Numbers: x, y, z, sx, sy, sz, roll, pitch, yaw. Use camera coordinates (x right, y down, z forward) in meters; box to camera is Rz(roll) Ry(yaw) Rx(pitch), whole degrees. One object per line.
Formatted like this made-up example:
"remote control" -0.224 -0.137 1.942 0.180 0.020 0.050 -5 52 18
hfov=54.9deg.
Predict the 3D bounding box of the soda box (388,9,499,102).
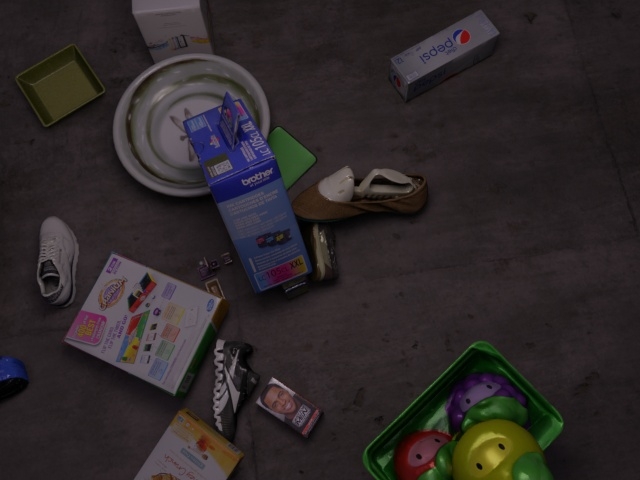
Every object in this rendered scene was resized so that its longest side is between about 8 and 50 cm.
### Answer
"soda box" 0.323 -0.485 1.625 0.286 0.098 0.091 -30 73 -7

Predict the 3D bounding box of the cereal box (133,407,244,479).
"cereal box" -0.299 0.514 1.336 0.173 0.047 0.240 33 92 12

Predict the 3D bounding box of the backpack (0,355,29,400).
"backpack" -0.746 0.313 1.420 0.120 0.098 0.101 -22 70 -4

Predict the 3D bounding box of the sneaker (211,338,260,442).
"sneaker" -0.190 0.337 1.401 0.106 0.078 0.235 -4 71 3

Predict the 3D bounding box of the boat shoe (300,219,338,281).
"boat shoe" 0.001 0.000 1.504 0.073 0.080 0.224 8 57 -25

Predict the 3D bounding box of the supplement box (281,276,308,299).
"supplement box" -0.072 0.087 1.470 0.056 0.083 0.083 -25 74 -6

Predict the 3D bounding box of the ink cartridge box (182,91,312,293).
"ink cartridge box" -0.165 -0.117 1.335 0.151 0.396 0.270 -25 44 -6

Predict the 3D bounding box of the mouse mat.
"mouse mat" -0.121 -0.194 1.600 0.152 0.007 0.189 42 78 13

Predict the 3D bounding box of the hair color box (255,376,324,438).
"hair color box" -0.069 0.380 1.401 0.141 0.043 0.072 31 77 12

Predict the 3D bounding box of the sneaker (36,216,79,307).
"sneaker" -0.648 0.043 1.502 0.090 0.095 0.235 -15 71 -1

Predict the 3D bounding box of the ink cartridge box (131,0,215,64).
"ink cartridge box" -0.381 -0.596 1.616 0.168 0.233 0.172 -7 72 -2

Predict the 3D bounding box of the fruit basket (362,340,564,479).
"fruit basket" 0.299 0.409 1.213 0.392 0.392 0.283 -42 76 -10

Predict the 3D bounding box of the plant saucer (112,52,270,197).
"plant saucer" -0.323 -0.285 1.587 0.399 0.100 0.401 -1 74 2

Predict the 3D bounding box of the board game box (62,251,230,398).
"board game box" -0.405 0.192 1.439 0.316 0.064 0.242 21 75 16

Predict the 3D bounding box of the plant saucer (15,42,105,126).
"plant saucer" -0.698 -0.413 1.669 0.188 0.045 0.188 -34 75 -9

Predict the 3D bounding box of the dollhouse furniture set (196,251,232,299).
"dollhouse furniture set" -0.246 0.089 1.477 0.090 0.081 0.114 -23 73 -5

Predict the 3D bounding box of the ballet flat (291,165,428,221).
"ballet flat" 0.102 -0.119 1.468 0.341 0.124 0.116 -2 50 -12
